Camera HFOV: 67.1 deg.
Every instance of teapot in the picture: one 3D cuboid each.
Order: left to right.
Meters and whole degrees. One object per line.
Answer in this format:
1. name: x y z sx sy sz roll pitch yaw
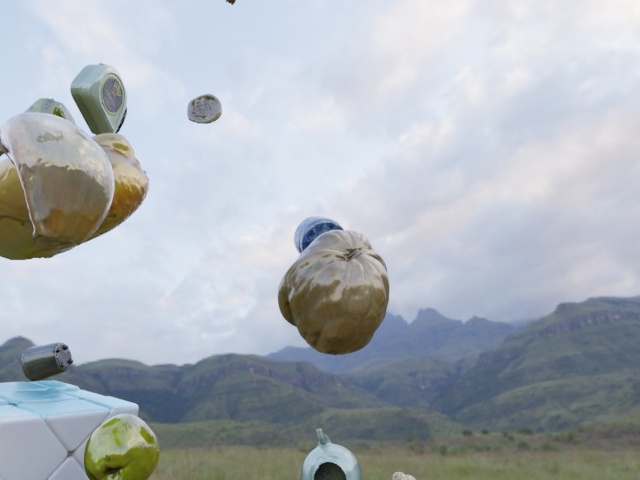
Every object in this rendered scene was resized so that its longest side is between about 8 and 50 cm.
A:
1. teapot: 0.033 0.732 1.485 0.192 0.295 0.129 -13 -20 3

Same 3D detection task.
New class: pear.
1. pear: -0.993 -0.382 1.756 0.212 0.270 0.212 9 9 -1
2. pear: -0.293 0.315 0.716 0.107 0.107 0.131 -5 -3 -11

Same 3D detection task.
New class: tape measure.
1. tape measure: -0.775 -0.499 1.715 0.115 0.207 0.235 5 -37 8

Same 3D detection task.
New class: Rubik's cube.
1. Rubik's cube: -0.624 0.478 0.991 0.315 0.319 0.321 2 -11 29

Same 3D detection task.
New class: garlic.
1. garlic: -0.403 -0.104 0.710 0.164 0.245 0.145 -50 -28 8

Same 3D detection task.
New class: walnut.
1. walnut: 0.037 0.129 1.183 0.284 0.296 0.286 -10 -51 -12

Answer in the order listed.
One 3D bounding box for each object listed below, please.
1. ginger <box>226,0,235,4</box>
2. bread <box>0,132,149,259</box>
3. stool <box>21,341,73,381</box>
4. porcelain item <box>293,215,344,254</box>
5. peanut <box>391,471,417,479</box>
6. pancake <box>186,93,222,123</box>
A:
1. ginger: -0.281 -0.773 1.254 0.166 0.375 0.236 -41 -26 -38
2. bread: -0.632 -0.101 1.196 0.393 0.251 0.361 -15 16 27
3. stool: -0.748 0.329 1.320 0.110 0.096 0.096 -14 -25 -1
4. porcelain item: 0.000 0.000 1.474 0.147 0.147 0.114 -1 8 -18
5. peanut: 0.222 0.635 1.254 0.053 0.054 0.113 -25 -48 29
6. pancake: -0.433 -0.490 1.796 0.139 0.140 0.022 -10 -20 0
